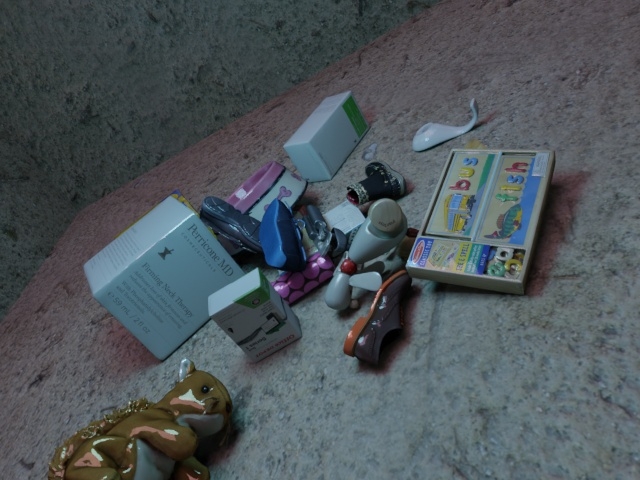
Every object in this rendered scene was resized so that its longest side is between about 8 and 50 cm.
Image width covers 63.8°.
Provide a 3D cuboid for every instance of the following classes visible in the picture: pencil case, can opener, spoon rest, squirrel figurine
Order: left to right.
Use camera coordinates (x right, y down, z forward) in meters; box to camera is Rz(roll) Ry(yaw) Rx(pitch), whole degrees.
[{"bbox_3d":[-0.405,0.456,1.206,0.396,0.281,0.370,-5,34,37],"label":"squirrel figurine"},{"bbox_3d":[-0.055,0.109,1.541,0.209,0.095,0.098,-31,14,1],"label":"pencil case"},{"bbox_3d":[0.012,-0.027,1.584,0.283,0.095,0.076,-115,44,-65],"label":"can opener"},{"bbox_3d":[0.440,-0.392,1.813,0.276,0.084,0.137,-26,27,41],"label":"spoon rest"}]

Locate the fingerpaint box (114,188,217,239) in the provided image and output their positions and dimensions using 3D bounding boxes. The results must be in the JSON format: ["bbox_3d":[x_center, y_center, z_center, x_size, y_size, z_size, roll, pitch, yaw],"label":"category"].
[{"bbox_3d":[-0.683,-0.007,2.252,0.371,0.163,0.444,-40,31,-9],"label":"fingerpaint box"}]

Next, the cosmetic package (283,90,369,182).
[{"bbox_3d":[0.031,-0.430,2.134,0.155,0.197,0.366,-2,44,42],"label":"cosmetic package"}]

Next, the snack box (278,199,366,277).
[{"bbox_3d":[0.000,0.000,1.671,0.321,0.060,0.187,-31,29,5],"label":"snack box"}]

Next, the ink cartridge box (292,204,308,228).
[{"bbox_3d":[-0.133,-0.040,1.852,0.115,0.067,0.198,-3,42,43],"label":"ink cartridge box"}]

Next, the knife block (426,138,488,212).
[{"bbox_3d":[0.400,-0.159,1.479,0.241,0.088,0.276,-27,31,10],"label":"knife block"}]

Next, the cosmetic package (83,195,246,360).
[{"bbox_3d":[-0.527,0.113,1.754,0.393,0.330,0.327,-42,30,-13],"label":"cosmetic package"}]

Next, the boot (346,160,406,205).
[{"bbox_3d":[0.158,-0.194,1.721,0.178,0.085,0.236,-18,30,-17],"label":"boot"}]

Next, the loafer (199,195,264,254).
[{"bbox_3d":[-0.269,-0.032,1.704,0.095,0.302,0.109,-59,-5,35],"label":"loafer"}]

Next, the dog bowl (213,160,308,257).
[{"bbox_3d":[-0.243,-0.131,1.910,0.408,0.150,0.408,-40,17,14],"label":"dog bowl"}]

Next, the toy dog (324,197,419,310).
[{"bbox_3d":[0.152,0.043,1.350,0.334,0.160,0.220,-63,-2,29],"label":"toy dog"}]

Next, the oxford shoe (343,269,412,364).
[{"bbox_3d":[0.164,0.186,1.235,0.098,0.097,0.271,23,57,26],"label":"oxford shoe"}]

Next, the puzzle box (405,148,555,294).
[{"bbox_3d":[0.400,-0.068,1.268,0.271,0.052,0.409,6,56,31],"label":"puzzle box"}]

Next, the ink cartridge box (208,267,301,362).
[{"bbox_3d":[-0.173,0.205,1.384,0.160,0.219,0.093,-31,33,7],"label":"ink cartridge box"}]

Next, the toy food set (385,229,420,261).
[{"bbox_3d":[0.268,0.016,1.417,0.192,0.039,0.132,-3,34,50],"label":"toy food set"}]

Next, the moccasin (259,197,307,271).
[{"bbox_3d":[-0.114,-0.004,1.576,0.138,0.116,0.342,-54,26,27],"label":"moccasin"}]
